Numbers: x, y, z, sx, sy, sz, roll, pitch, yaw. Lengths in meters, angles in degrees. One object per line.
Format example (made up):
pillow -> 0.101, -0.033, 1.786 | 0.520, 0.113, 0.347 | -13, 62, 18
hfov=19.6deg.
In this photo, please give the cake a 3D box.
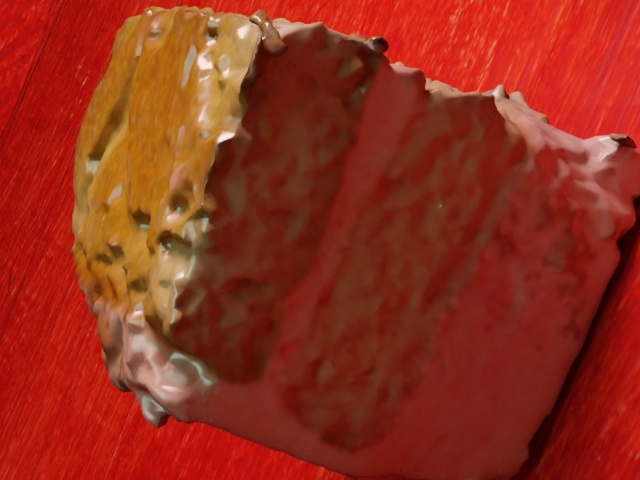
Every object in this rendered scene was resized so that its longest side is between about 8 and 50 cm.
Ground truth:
cake -> 0.000, 0.000, 1.305 | 0.314, 0.306, 0.293 | 32, 104, 65
